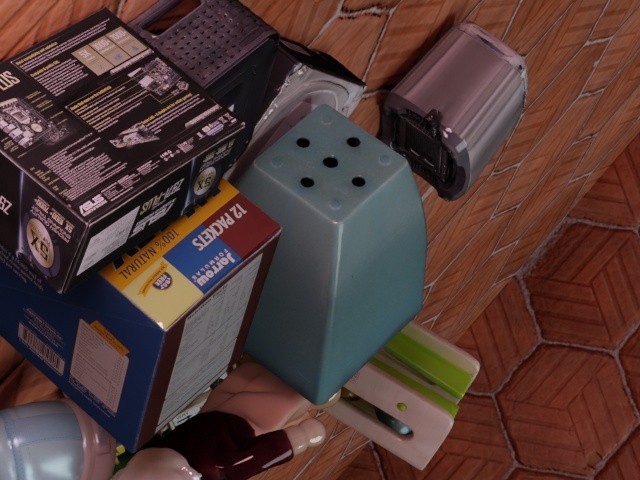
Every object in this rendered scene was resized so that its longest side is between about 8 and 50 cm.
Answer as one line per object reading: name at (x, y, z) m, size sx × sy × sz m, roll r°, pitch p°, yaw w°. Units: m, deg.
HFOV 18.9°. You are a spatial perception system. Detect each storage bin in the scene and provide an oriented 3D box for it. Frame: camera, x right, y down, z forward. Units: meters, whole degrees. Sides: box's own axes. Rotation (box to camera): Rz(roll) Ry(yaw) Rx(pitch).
storage bin at (-0.113, -0.114, 1.573) m, size 0.122 × 0.084 × 0.180 m, roll -41°, pitch 165°, yaw -32°

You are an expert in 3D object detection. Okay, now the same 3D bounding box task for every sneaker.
sneaker at (-0.337, 0.262, 1.858) m, size 0.150 × 0.135 × 0.366 m, roll 3°, pitch 139°, yaw -34°

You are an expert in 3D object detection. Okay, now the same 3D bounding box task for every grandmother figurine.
grandmother figurine at (-0.093, 0.198, 1.858) m, size 0.208 × 0.104 × 0.342 m, roll -15°, pitch -168°, yaw 30°

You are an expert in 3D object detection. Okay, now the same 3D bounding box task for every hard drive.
hard drive at (-0.103, -0.040, 1.853) m, size 0.339 × 0.064 × 0.237 m, roll -51°, pitch 166°, yaw 9°

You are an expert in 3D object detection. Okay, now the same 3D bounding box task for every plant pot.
plant pot at (0.000, 0.000, 1.821) m, size 0.165 × 0.166 × 0.234 m, roll -42°, pitch 158°, yaw -30°

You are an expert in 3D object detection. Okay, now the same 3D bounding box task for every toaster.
toaster at (0.157, -0.155, 2.244) m, size 0.146 × 0.129 × 0.227 m, roll -51°, pitch 165°, yaw -14°

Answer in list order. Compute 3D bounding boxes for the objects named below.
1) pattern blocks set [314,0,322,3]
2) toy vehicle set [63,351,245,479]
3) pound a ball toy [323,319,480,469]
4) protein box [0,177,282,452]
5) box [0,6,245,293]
pattern blocks set at (0.087, -0.296, 1.680) m, size 0.325 × 0.026 × 0.285 m, roll -29°, pitch 171°, yaw -43°
toy vehicle set at (-0.133, 0.151, 2.053) m, size 0.267 × 0.035 × 0.166 m, roll -28°, pitch 145°, yaw -9°
pound a ball toy at (0.003, 0.162, 2.291) m, size 0.136 × 0.319 × 0.208 m, roll -61°, pitch 178°, yaw 39°
protein box at (-0.162, 0.021, 1.527) m, size 0.136 × 0.200 × 0.201 m, roll -42°, pitch 164°, yaw -32°
box at (-0.170, -0.067, 1.381) m, size 0.180 × 0.147 × 0.077 m, roll -38°, pitch 162°, yaw -45°
